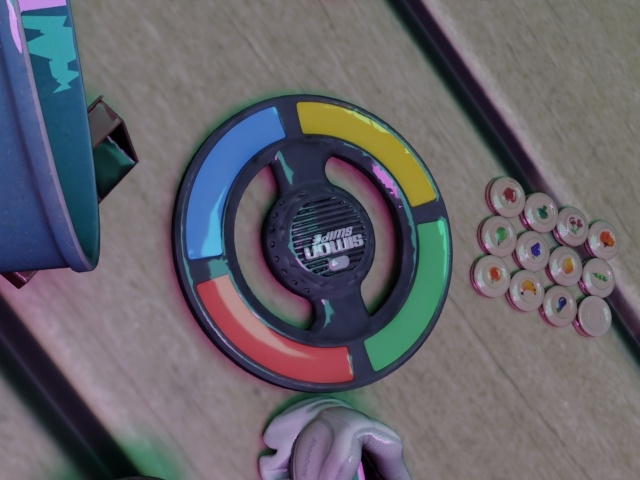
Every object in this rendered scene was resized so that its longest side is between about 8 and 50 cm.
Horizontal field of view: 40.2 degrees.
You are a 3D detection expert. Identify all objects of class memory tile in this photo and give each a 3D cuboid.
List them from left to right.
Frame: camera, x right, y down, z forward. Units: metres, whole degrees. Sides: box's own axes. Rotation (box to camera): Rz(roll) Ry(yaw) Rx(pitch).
[{"bbox_3d":[0.202,0.016,0.770,0.148,0.012,0.113,21,72,-20],"label":"memory tile"}]

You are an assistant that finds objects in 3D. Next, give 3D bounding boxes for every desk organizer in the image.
[{"bbox_3d":[-0.177,-0.032,0.591,0.050,0.047,0.130,44,66,-13],"label":"desk organizer"}]

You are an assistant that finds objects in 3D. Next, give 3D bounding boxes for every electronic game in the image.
[{"bbox_3d":[0.000,0.000,0.663,0.229,0.048,0.229,5,78,-24],"label":"electronic game"}]

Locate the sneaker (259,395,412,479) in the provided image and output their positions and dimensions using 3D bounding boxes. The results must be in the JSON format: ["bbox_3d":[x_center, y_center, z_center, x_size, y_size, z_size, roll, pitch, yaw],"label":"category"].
[{"bbox_3d":[0.041,0.252,0.597,0.110,0.118,0.292,-16,89,-28],"label":"sneaker"}]

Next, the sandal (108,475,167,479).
[{"bbox_3d":[-0.156,0.285,0.525,0.120,0.086,0.302,17,88,-26],"label":"sandal"}]

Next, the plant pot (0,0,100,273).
[{"bbox_3d":[-0.260,-0.098,0.428,0.255,0.271,0.271,-9,84,-10],"label":"plant pot"}]
